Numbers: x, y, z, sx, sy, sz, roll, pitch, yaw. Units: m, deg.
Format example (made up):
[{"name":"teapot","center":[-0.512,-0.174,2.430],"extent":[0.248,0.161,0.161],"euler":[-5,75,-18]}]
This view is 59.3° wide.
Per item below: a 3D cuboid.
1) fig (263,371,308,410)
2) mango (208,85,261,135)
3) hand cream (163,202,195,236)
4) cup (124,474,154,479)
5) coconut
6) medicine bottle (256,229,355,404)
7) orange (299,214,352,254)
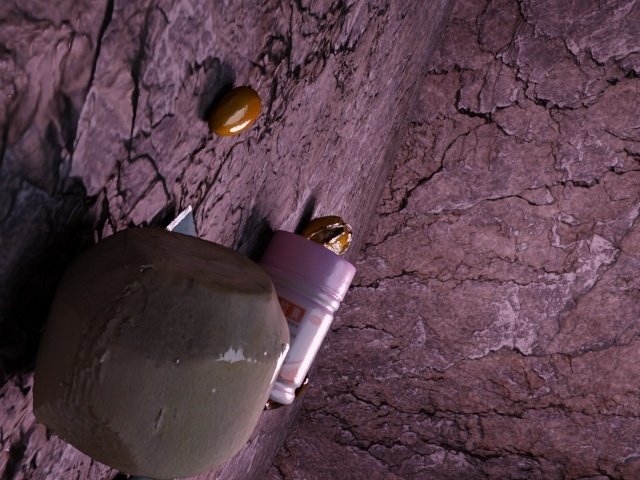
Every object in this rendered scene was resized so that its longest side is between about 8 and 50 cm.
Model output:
[{"name":"fig","center":[-0.119,0.312,1.377],"extent":[0.205,0.205,0.205],"euler":[-61,168,-22]},{"name":"mango","center":[-0.115,-0.169,0.739],"extent":[0.089,0.046,0.060],"euler":[-41,154,-37]},{"name":"hand cream","center":[-0.204,0.092,0.825],"extent":[0.111,0.070,0.312],"euler":[-53,160,-39]},{"name":"cup","center":[-0.338,0.496,0.918],"extent":[0.236,0.148,0.134],"euler":[-51,136,-65]},{"name":"coconut","center":[-0.171,0.124,0.598],"extent":[0.247,0.245,0.245],"euler":[-66,169,12]},{"name":"medicine bottle","center":[-0.081,0.157,1.181],"extent":[0.316,0.202,0.202],"euler":[-64,169,-12]},{"name":"orange","center":[0.000,0.000,1.473],"extent":[0.170,0.112,0.160],"euler":[-8,135,-38]}]
